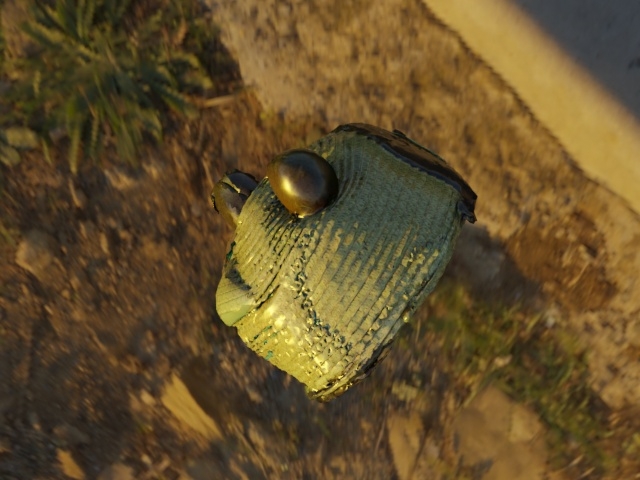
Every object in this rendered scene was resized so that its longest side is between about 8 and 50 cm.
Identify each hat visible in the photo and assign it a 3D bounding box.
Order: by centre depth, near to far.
[{"bbox_3d":[0.000,-0.001,0.412,0.059,0.077,0.076,33,95,-15],"label":"hat"}]
